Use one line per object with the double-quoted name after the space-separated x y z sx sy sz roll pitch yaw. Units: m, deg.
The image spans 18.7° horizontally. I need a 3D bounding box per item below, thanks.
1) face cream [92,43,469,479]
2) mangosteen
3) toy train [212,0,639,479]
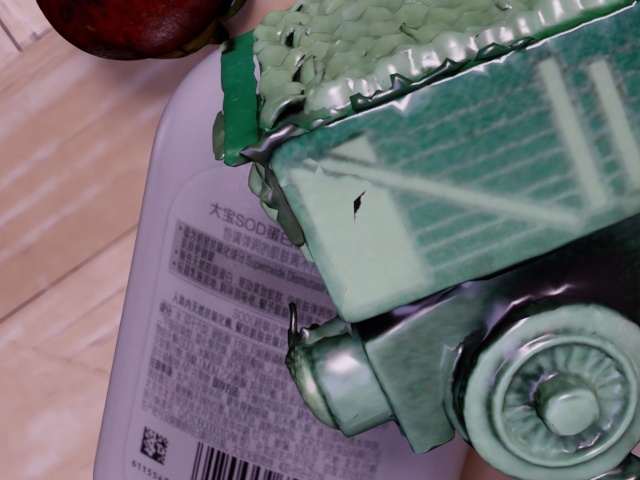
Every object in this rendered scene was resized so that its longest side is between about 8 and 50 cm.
0.000 0.000 0.700 0.144 0.071 0.291 17 116 14 "face cream"
-0.063 -0.103 0.690 0.081 0.081 0.081 8 112 20 "mangosteen"
0.105 -0.028 0.584 0.269 0.115 0.154 -21 116 7 "toy train"
